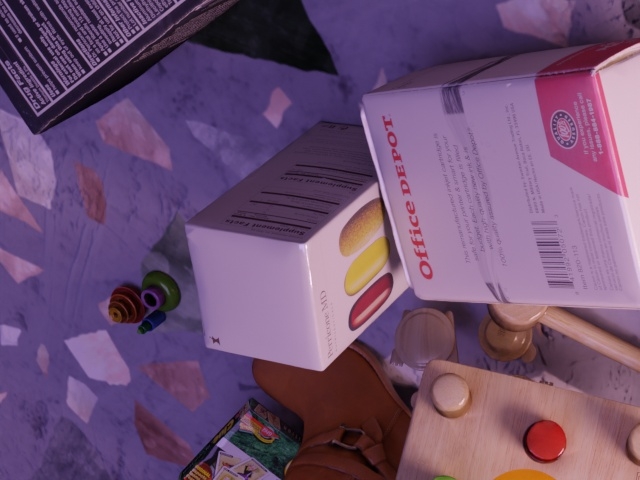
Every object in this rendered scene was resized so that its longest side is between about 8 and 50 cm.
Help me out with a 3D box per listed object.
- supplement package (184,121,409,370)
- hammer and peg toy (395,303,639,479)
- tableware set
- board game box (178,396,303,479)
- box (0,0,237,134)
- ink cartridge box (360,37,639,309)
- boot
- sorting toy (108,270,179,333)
[{"bbox_3d":[0.000,0.000,1.508,0.133,0.244,0.139,9,121,30],"label":"supplement package"},{"bbox_3d":[0.208,0.206,1.448,0.266,0.361,0.127,14,168,12],"label":"hammer and peg toy"},{"bbox_3d":[0.149,0.133,1.571,0.168,0.020,0.141,-6,77,22],"label":"tableware set"},{"bbox_3d":[-0.018,0.299,1.764,0.259,0.030,0.136,38,110,-11],"label":"board game box"},{"bbox_3d":[-0.226,-0.311,1.520,0.294,0.183,0.296,-29,96,40],"label":"box"},{"bbox_3d":[0.188,-0.058,1.380,0.283,0.117,0.207,0,111,51],"label":"ink cartridge box"},{"bbox_3d":[0.007,0.214,1.645,0.283,0.220,0.109,27,129,19],"label":"boot"},{"bbox_3d":[-0.209,0.078,1.830,0.102,0.042,0.061,-22,103,40],"label":"sorting toy"}]
